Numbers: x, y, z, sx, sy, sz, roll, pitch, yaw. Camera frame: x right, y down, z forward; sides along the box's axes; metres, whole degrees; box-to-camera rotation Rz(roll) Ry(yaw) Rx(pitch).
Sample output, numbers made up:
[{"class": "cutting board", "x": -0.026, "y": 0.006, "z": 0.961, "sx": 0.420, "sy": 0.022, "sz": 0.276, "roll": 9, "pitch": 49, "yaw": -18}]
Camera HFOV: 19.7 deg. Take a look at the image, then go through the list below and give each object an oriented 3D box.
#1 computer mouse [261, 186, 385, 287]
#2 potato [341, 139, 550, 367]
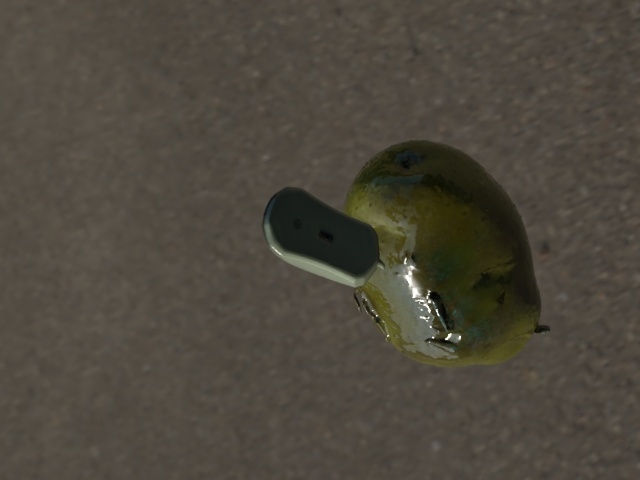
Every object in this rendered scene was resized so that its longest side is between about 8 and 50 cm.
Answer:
[{"class": "computer mouse", "x": 0.000, "y": 0.000, "z": 1.410, "sx": 0.032, "sy": 0.110, "sz": 0.056, "roll": -14, "pitch": 55, "yaw": 62}, {"class": "potato", "x": 0.107, "y": 0.018, "z": 1.668, "sx": 0.143, "sy": 0.169, "sz": 0.248, "roll": -113, "pitch": -1, "yaw": -52}]
